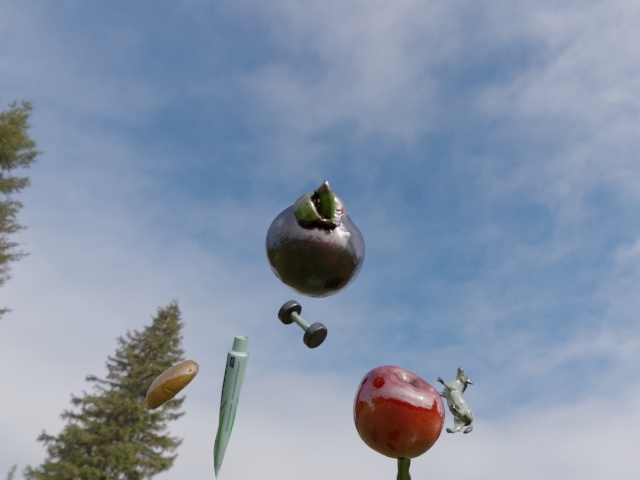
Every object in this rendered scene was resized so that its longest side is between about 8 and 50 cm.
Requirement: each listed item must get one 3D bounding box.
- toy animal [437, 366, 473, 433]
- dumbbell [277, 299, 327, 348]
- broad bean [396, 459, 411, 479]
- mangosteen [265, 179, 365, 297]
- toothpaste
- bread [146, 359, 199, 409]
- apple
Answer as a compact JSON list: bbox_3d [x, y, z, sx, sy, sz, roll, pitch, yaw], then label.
[{"bbox_3d":[0.435,0.505,1.385,0.176,0.216,0.073,21,-54,-28],"label":"toy animal"},{"bbox_3d":[-0.069,0.314,1.656,0.191,0.100,0.100,37,-26,36],"label":"dumbbell"},{"bbox_3d":[0.256,0.741,1.335,0.047,0.254,0.065,-2,-2,32],"label":"broad bean"},{"bbox_3d":[0.000,0.000,1.305,0.306,0.306,0.359,24,-59,-17],"label":"mangosteen"},{"bbox_3d":[-0.198,0.355,0.947,0.048,0.296,0.075,12,-2,-15],"label":"toothpaste"},{"bbox_3d":[-0.462,0.435,1.349,0.077,0.189,0.114,59,-17,-20],"label":"bread"},{"bbox_3d":[0.221,0.490,1.257,0.261,0.260,0.216,16,-85,-9],"label":"apple"}]
